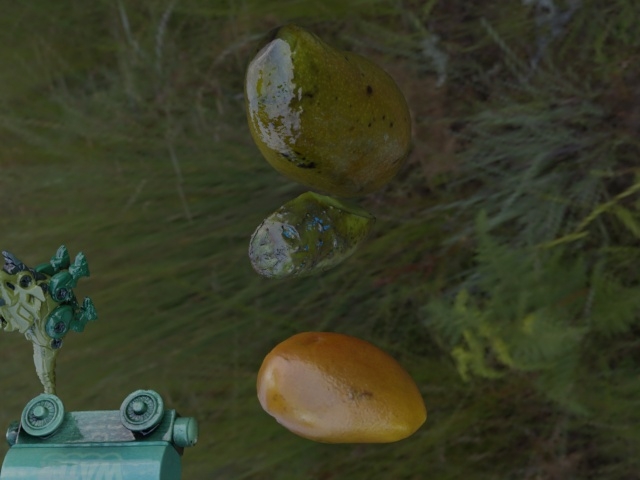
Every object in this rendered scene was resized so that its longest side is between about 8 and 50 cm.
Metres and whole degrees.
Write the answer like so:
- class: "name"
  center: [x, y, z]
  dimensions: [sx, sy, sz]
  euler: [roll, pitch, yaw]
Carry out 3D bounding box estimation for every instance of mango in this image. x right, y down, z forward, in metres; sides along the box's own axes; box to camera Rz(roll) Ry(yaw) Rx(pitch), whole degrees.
- class: "mango"
  center: [0.031, 0.186, 1.585]
  dimensions: [0.217, 0.141, 0.102]
  euler: [20, 130, -1]
- class: "mango"
  center: [0.008, -0.155, 1.634]
  dimensions: [0.176, 0.329, 0.176]
  euler: [0, 81, 25]

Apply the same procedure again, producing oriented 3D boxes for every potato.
- class: "potato"
  center: [0.000, 0.000, 1.601]
  dimensions: [0.054, 0.198, 0.119]
  euler: [33, 115, 38]

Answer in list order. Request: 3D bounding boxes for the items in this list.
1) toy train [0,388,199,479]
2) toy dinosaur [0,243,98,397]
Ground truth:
- class: "toy train"
  center: [-0.270, 0.263, 1.521]
  dimensions: [0.101, 0.248, 0.159]
  euler: [65, -153, -51]
- class: "toy dinosaur"
  center: [-0.395, 0.116, 1.838]
  dimensions: [0.094, 0.153, 0.259]
  euler: [19, 133, 48]
